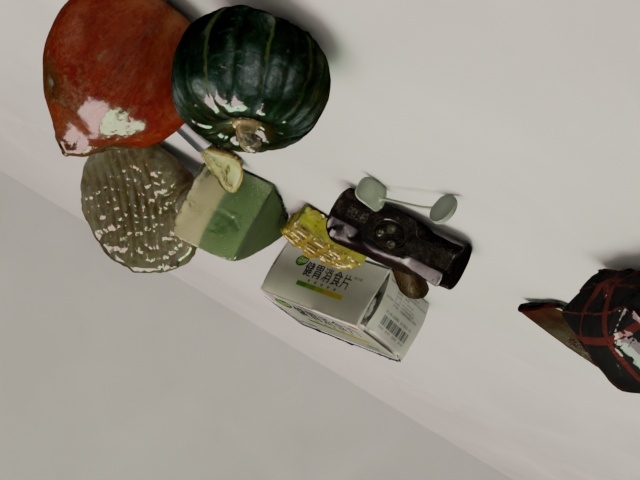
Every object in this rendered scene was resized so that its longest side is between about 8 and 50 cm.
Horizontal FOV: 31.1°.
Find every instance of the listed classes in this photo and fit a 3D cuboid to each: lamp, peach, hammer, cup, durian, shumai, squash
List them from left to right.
[{"bbox_3d":[-0.291,-0.229,1.628,0.232,0.257,0.232,29,163,10],"label":"peach"},{"bbox_3d":[-0.352,-0.108,2.458,0.314,0.267,0.262,67,-162,-11],"label":"shumai"},{"bbox_3d":[-0.203,-0.208,1.937,0.077,0.078,0.100,40,130,-23],"label":"cup"},{"bbox_3d":[-0.189,-0.142,2.147,0.052,0.066,0.130,16,152,43],"label":"durian"},{"bbox_3d":[-0.091,-0.204,1.473,0.218,0.172,0.218,27,169,6],"label":"squash"},{"bbox_3d":[0.152,0.046,2.080,0.242,0.095,0.409,25,168,16],"label":"hammer"},{"bbox_3d":[0.134,-0.064,1.786,0.056,0.050,0.198,40,164,-32],"label":"lamp"}]

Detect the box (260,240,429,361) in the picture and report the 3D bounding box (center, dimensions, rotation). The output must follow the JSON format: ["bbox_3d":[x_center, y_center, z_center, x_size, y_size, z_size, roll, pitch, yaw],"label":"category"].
[{"bbox_3d":[0.051,0.126,2.455,0.333,0.145,0.173,17,164,44],"label":"box"}]

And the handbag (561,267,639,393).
[{"bbox_3d":[0.447,0.119,1.581,0.169,0.155,0.215,46,166,-7],"label":"handbag"}]

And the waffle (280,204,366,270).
[{"bbox_3d":[0.000,0.000,2.296,0.160,0.055,0.211,31,168,-10],"label":"waffle"}]

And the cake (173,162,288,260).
[{"bbox_3d":[-0.175,-0.026,2.327,0.158,0.172,0.283,28,169,15],"label":"cake"}]

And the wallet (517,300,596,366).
[{"bbox_3d":[0.473,0.179,2.011,0.255,0.031,0.137,34,166,-19],"label":"wallet"}]
